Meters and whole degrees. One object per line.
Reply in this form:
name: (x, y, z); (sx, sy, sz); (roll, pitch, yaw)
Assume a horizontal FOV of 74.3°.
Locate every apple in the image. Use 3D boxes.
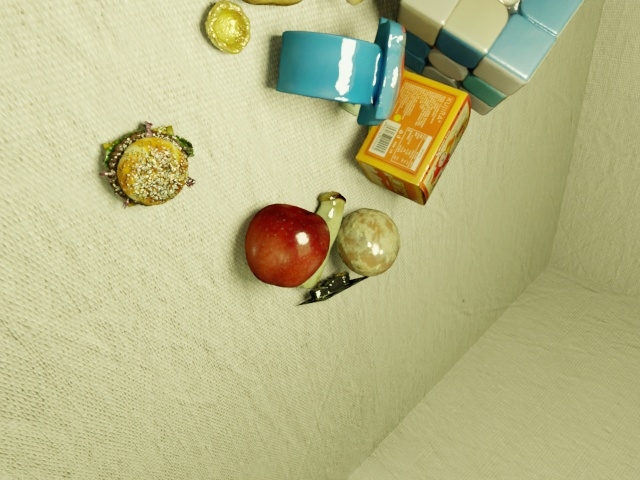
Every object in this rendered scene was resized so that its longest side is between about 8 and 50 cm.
apple: (-0.087, 0.009, 1.090); (0.218, 0.218, 0.201); (-5, 115, -43)

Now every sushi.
sushi: (0.036, 0.136, 1.346); (0.215, 0.192, 0.050); (-24, 91, -35)

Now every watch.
watch: (0.034, -0.407, 1.000); (0.275, 0.305, 0.241); (3, 108, -14)

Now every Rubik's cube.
Rubik's cube: (0.416, -0.575, 1.056); (0.344, 0.347, 0.346); (-56, 176, 6)

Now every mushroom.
mushroom: (0.000, 0.000, 1.275); (0.100, 0.081, 0.312); (7, 108, -45)

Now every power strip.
power strip: (0.087, -0.384, 1.199); (0.090, 0.016, 0.040); (11, 104, -46)

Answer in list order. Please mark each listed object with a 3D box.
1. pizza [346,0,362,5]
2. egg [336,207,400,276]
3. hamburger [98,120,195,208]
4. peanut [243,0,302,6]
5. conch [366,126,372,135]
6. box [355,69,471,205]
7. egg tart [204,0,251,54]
pizza: (0.093, -0.708, 0.868); (0.435, 0.080, 0.391); (-13, 113, -12)
egg: (0.148, 0.008, 1.313); (0.204, 0.245, 0.203); (-1, 131, -1)
hamburger: (-0.334, -0.146, 0.854); (0.189, 0.093, 0.164); (-41, 134, -24)
peanut: (-0.098, -0.541, 0.849); (0.224, 0.129, 0.129); (-28, 129, -30)
conch: (0.175, -0.409, 1.230); (0.095, 0.080, 0.200); (-31, 142, -35)
box: (0.280, -0.286, 1.243); (0.283, 0.214, 0.259); (-61, 160, 1)
egg tart: (-0.194, -0.439, 0.874); (0.105, 0.039, 0.105); (-22, 125, -36)
